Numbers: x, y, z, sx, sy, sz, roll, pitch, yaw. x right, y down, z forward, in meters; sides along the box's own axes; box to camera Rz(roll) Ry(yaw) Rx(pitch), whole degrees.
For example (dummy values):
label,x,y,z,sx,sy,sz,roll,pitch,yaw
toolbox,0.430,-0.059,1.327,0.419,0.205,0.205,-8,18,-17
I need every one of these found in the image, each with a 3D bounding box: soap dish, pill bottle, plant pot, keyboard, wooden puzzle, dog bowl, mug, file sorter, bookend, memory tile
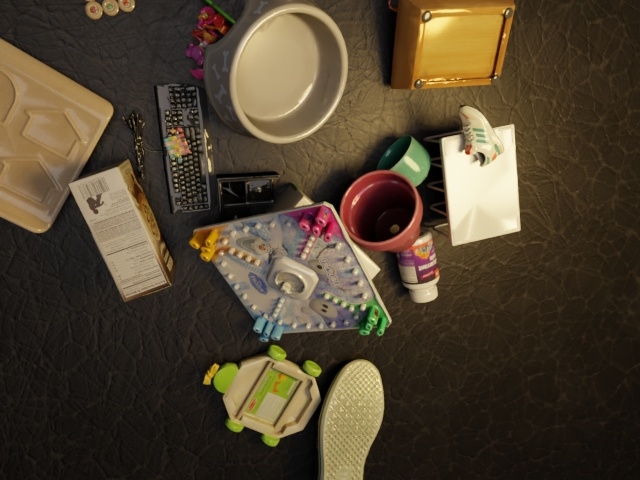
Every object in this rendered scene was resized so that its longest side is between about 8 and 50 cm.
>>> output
label,x,y,z,sx,sy,sz,roll,pitch,yaw
soap dish,0.328,-0.488,1.245,0.290,0.118,0.229,-7,127,-12
pill bottle,0.275,0.072,1.419,0.108,0.108,0.194,-17,108,-8
plant pot,0.174,-0.056,1.291,0.201,0.201,0.180,-49,149,3
keyboard,-0.369,-0.220,1.238,0.201,0.033,0.318,-6,105,-11
wooden puzzle,-0.694,-0.239,1.139,0.322,0.080,0.348,30,92,-19
dog bowl,-0.086,-0.383,1.149,0.348,0.102,0.349,-22,132,-27
mug,0.220,-0.194,1.336,0.097,0.157,0.130,36,62,-19
file sorter,0.394,-0.158,1.350,0.192,0.173,0.278,-12,107,-8
bookend,-0.184,-0.092,1.291,0.156,0.072,0.158,-4,106,-12
wooden puzzle,-0.349,-0.231,1.222,0.049,0.006,0.083,-21,110,-13
memory tile,-0.487,-0.581,1.123,0.113,0.012,0.148,-16,107,-8

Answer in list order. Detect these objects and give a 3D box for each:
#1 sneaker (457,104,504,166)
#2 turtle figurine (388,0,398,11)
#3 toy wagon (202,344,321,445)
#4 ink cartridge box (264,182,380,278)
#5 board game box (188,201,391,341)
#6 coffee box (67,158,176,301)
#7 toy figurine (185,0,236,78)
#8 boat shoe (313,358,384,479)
label,x,y,z,sx,sy,sz,roll,pitch,yaw
sneaker,0.369,-0.246,1.202,0.075,0.057,0.161,-45,111,-3
turtle figurine,0.283,-0.682,1.228,0.269,0.087,0.218,-13,124,-5
toy wagon,-0.169,0.426,1.437,0.344,0.068,0.267,29,97,-17
ink cartridge box,0.000,0.000,1.288,0.117,0.201,0.278,-46,109,3
board game box,-0.074,0.103,1.221,0.389,0.050,0.390,-9,126,29
coffee box,-0.460,-0.028,1.197,0.118,0.168,0.298,-21,109,-6
toy figurine,-0.256,-0.454,1.169,0.173,0.130,0.159,40,103,3
boat shoe,0.069,0.594,1.495,0.186,0.156,0.501,8,91,-10
